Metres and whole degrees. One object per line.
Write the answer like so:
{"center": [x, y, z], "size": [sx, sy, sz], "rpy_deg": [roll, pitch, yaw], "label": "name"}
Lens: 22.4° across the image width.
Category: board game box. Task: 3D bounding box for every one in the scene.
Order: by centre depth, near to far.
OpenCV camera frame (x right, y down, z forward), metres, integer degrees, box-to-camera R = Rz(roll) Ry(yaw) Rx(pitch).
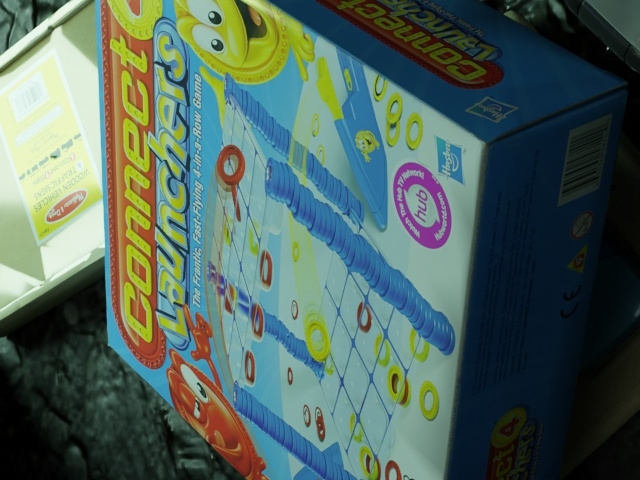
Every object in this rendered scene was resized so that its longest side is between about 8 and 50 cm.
{"center": [0.000, 0.000, 0.839], "size": [0.302, 0.086, 0.308], "rpy_deg": [37, 137, 39], "label": "board game box"}

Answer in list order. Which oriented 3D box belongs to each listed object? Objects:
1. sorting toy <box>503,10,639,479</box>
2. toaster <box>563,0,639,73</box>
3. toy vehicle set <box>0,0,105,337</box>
{"center": [0.067, -0.012, 0.908], "size": [0.229, 0.041, 0.307], "rpy_deg": [-50, 63, 28], "label": "sorting toy"}
{"center": [0.186, -0.126, 0.722], "size": [0.168, 0.185, 0.110], "rpy_deg": [49, 124, 27], "label": "toaster"}
{"center": [-0.174, -0.057, 1.098], "size": [0.267, 0.035, 0.166], "rpy_deg": [-29, 74, 35], "label": "toy vehicle set"}
